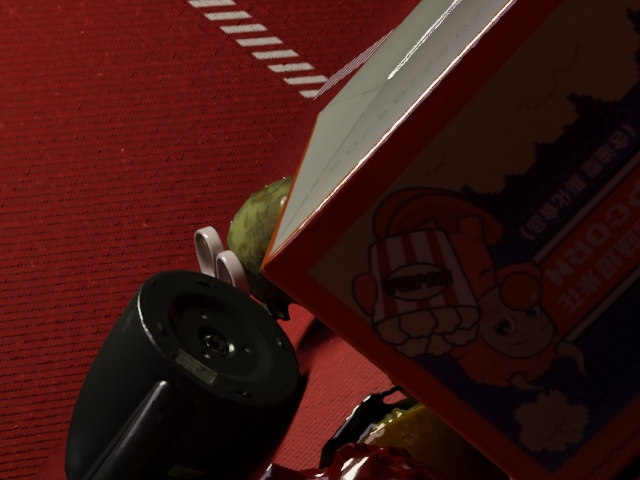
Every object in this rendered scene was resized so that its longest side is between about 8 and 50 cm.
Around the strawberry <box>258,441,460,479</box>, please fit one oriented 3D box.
[{"bbox_3d":[0.021,0.244,0.961,0.261,0.257,0.261,-58,-11,-19],"label":"strawberry"}]

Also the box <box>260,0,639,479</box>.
[{"bbox_3d":[0.181,-0.074,1.200,0.348,0.257,0.318,-47,11,19],"label":"box"}]

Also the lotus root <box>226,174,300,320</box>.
[{"bbox_3d":[0.000,0.000,2.132,0.173,0.173,0.309,-55,13,-22],"label":"lotus root"}]

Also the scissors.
[{"bbox_3d":[-0.111,0.098,2.222,0.030,0.242,0.118,-21,42,-19],"label":"scissors"}]

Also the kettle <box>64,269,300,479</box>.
[{"bbox_3d":[-0.193,0.211,2.063,0.290,0.207,0.268,-51,1,28],"label":"kettle"}]

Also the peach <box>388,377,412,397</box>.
[{"bbox_3d":[0.093,0.081,1.551,0.101,0.101,0.101,-50,9,11],"label":"peach"}]

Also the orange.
[{"bbox_3d":[0.066,0.175,1.210,0.112,0.170,0.160,21,68,44],"label":"orange"}]
